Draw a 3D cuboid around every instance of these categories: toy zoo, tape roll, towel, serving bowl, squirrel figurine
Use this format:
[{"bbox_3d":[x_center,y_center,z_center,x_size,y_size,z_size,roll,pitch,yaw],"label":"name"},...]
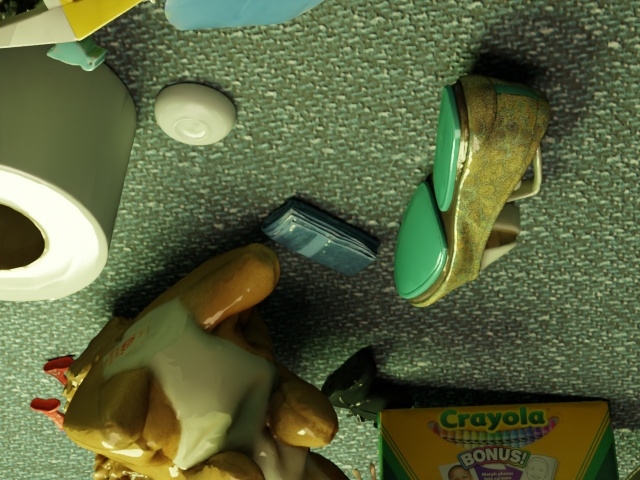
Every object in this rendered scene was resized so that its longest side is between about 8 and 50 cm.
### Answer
[{"bbox_3d":[-0.248,-0.277,1.627,0.192,0.030,0.293,-14,112,30],"label":"toy zoo"},{"bbox_3d":[-0.314,-0.073,1.933,0.246,0.169,0.246,6,145,4],"label":"tape roll"},{"bbox_3d":[0.000,0.000,2.093,0.119,0.029,0.067,26,143,-24],"label":"towel"},{"bbox_3d":[-0.126,-0.120,1.947,0.083,0.027,0.083,5,145,4],"label":"serving bowl"},{"bbox_3d":[-0.104,0.245,2.214,0.370,0.281,0.397,47,152,-16],"label":"squirrel figurine"}]

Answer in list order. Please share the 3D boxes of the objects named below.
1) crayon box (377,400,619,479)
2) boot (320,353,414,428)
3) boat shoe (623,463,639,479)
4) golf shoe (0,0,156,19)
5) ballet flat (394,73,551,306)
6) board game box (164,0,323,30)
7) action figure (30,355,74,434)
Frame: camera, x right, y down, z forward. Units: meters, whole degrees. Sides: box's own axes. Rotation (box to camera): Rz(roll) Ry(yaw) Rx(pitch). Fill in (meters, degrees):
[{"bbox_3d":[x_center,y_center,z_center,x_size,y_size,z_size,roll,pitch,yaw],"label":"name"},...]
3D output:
[{"bbox_3d":[0.209,0.283,2.306,0.278,0.165,0.081,-3,147,1],"label":"crayon box"},{"bbox_3d":[0.065,0.181,2.331,0.099,0.045,0.121,22,147,-19],"label":"boot"},{"bbox_3d":[0.468,0.237,2.281,0.335,0.112,0.095,-27,115,34],"label":"boat shoe"},{"bbox_3d":[-0.196,-0.234,1.734,0.120,0.105,0.273,25,143,-31],"label":"golf shoe"},{"bbox_3d":[0.154,-0.040,1.937,0.123,0.123,0.348,10,146,-2],"label":"ballet flat"},{"bbox_3d":[-0.061,-0.235,1.734,0.169,0.033,0.133,-7,160,-26],"label":"board game box"},{"bbox_3d":[-0.222,0.249,2.447,0.139,0.091,0.280,-4,145,34],"label":"action figure"}]
